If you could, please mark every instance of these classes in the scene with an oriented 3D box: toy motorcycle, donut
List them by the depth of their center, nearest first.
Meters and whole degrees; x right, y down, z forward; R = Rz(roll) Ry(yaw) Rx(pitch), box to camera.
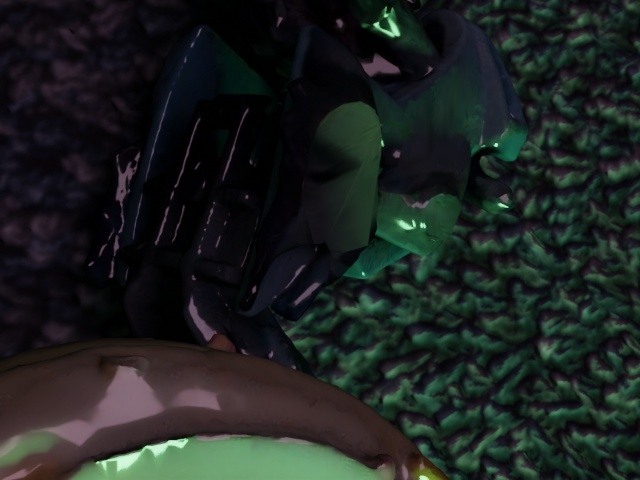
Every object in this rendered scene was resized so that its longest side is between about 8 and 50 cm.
[{"bbox_3d":[-0.100,0.218,0.685,0.382,0.142,0.383,-5,106,-18],"label":"donut"},{"bbox_3d":[0.000,0.000,0.842,0.232,0.172,0.416,26,77,-41],"label":"toy motorcycle"}]
